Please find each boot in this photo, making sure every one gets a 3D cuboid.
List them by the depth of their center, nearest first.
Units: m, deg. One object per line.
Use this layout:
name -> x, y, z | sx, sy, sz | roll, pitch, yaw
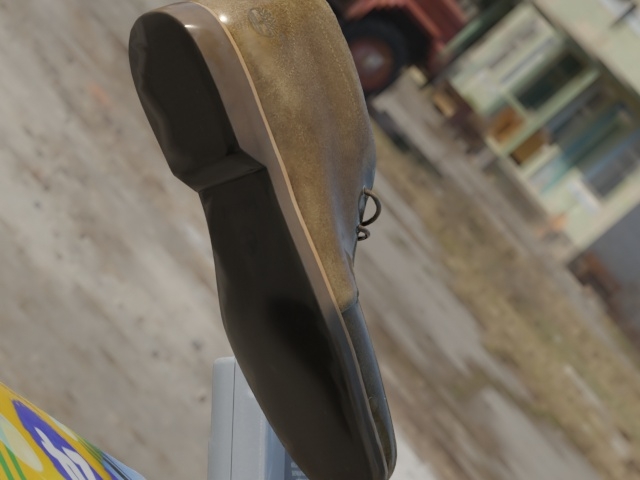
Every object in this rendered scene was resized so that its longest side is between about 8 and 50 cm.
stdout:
boot -> 0.000, 0.000, 1.108 | 0.112, 0.115, 0.305 | -4, -73, 53

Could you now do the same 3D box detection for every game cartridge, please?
game cartridge -> -0.023, 0.194, 1.499 | 0.297, 0.062, 0.198 | 25, 70, -73

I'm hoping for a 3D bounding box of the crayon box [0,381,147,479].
crayon box -> -0.021, 0.163, 0.437 | 0.323, 0.083, 0.203 | 49, -1, 28
